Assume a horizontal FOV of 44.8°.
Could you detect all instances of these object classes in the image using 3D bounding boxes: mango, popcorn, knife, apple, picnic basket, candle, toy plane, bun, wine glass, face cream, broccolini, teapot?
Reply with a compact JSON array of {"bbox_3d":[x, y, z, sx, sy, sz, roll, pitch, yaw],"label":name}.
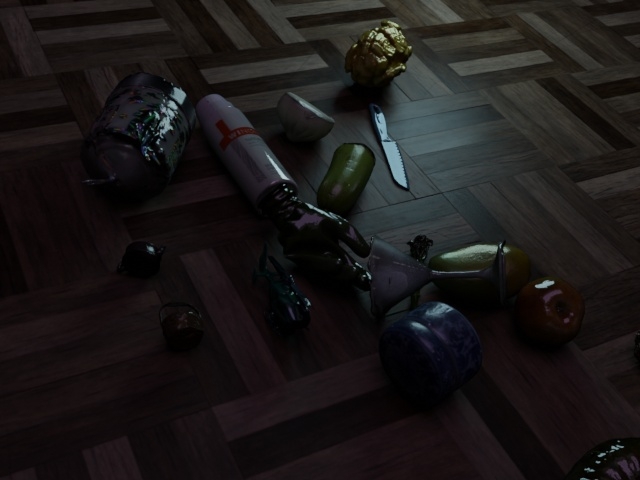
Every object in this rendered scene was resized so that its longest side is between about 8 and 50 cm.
[{"bbox_3d":[0.299,0.059,1.460,0.195,0.091,0.130,6,44,2],"label":"mango"},{"bbox_3d":[0.153,-0.457,1.937,0.140,0.163,0.194,50,23,6],"label":"popcorn"},{"bbox_3d":[0.158,-0.221,1.790,0.045,0.019,0.313,1,45,-14],"label":"knife"},{"bbox_3d":[0.411,0.124,1.393,0.126,0.102,0.126,2,74,-8],"label":"apple"},{"bbox_3d":[-0.231,0.133,1.289,0.072,0.072,0.083,-6,44,-18],"label":"picnic basket"},{"bbox_3d":[-0.366,-0.177,1.507,0.188,0.187,0.330,12,44,1],"label":"candle"},{"bbox_3d":[-0.069,0.091,1.351,0.060,0.096,0.235,-7,28,-22],"label":"toy plane"},{"bbox_3d":[-0.044,-0.265,1.740,0.138,0.094,0.138,31,15,-9],"label":"bun"},{"bbox_3d":[0.206,0.060,1.350,0.232,0.156,0.156,-2,41,13],"label":"wine glass"},{"bbox_3d":[-0.167,-0.192,1.626,0.102,0.102,0.345,-17,50,-27],"label":"face cream"},{"bbox_3d":[0.189,0.069,1.470,0.042,0.044,0.218,40,37,-29],"label":"broccolini"},{"bbox_3d":[-0.320,0.031,1.383,0.100,0.067,0.045,-19,36,18],"label":"teapot"}]

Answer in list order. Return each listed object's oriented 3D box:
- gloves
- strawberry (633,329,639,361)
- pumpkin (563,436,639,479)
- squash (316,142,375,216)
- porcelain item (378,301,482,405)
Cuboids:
[{"bbox_3d":[-0.004,0.002,1.444,0.135,0.107,0.268,-41,73,-18],"label":"gloves"},{"bbox_3d":[0.612,0.189,1.395,0.097,0.083,0.083,2,43,-10],"label":"strawberry"},{"bbox_3d":[0.453,0.385,1.071,0.260,0.189,0.260,7,41,-6],"label":"pumpkin"},{"bbox_3d":[0.049,-0.115,1.602,0.095,0.095,0.188,17,46,7],"label":"squash"},{"bbox_3d":[0.174,0.185,1.258,0.114,0.147,0.147,-30,56,-34],"label":"porcelain item"}]
